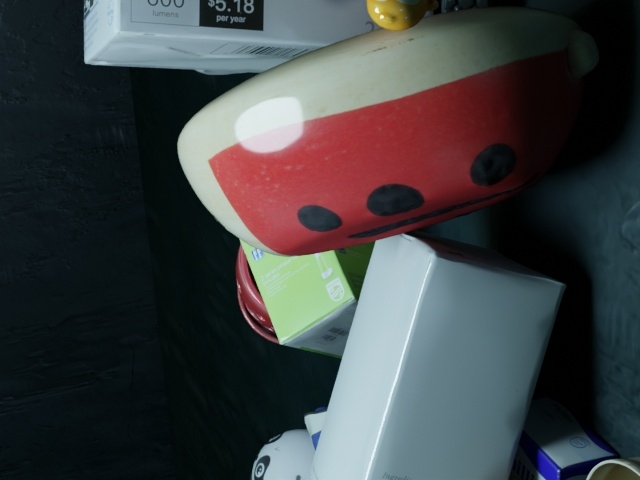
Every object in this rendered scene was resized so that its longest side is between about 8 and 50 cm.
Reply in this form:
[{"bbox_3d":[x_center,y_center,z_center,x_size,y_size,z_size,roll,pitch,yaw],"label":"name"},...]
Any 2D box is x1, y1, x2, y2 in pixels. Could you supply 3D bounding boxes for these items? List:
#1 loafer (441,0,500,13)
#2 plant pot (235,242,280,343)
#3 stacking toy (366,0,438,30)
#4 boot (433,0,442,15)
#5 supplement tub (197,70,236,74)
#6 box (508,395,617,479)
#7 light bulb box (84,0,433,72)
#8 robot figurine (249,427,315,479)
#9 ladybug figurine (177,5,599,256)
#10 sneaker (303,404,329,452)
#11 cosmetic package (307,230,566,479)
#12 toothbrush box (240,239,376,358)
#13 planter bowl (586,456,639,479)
[{"bbox_3d":[0.160,-0.198,1.375,0.078,0.076,0.223,-68,-18,-45],"label":"loafer"},{"bbox_3d":[-0.030,0.053,1.872,0.174,0.191,0.191,111,145,-71],"label":"plant pot"},{"bbox_3d":[0.093,-0.278,1.160,0.301,0.175,0.165,-67,-13,-47],"label":"stacking toy"},{"bbox_3d":[0.134,-0.217,1.471,0.121,0.045,0.099,-125,25,-55],"label":"boot"},{"bbox_3d":[-0.125,-0.394,1.896,0.191,0.191,0.272,163,97,-71],"label":"supplement tub"},{"bbox_3d":[0.243,0.255,1.346,0.126,0.072,0.137,-134,39,-58],"label":"box"},{"bbox_3d":[-0.073,-0.378,1.427,0.225,0.358,0.360,178,92,-70],"label":"light bulb box"},{"bbox_3d":[-0.038,0.430,2.091,0.209,0.174,0.278,55,150,37],"label":"robot figurine"},{"bbox_3d":[0.063,-0.094,1.247,0.449,0.305,0.161,-18,80,36],"label":"ladybug figurine"},{"bbox_3d":[0.050,0.340,1.903,0.182,0.128,0.315,-120,34,-53],"label":"sneaker"},{"bbox_3d":[0.104,0.190,1.359,0.217,0.156,0.384,-136,63,-74],"label":"cosmetic package"},{"bbox_3d":[0.000,0.000,1.661,0.122,0.206,0.283,-33,64,22],"label":"toothbrush box"},{"bbox_3d":[0.310,0.255,1.092,0.162,0.109,0.162,171,90,-71],"label":"planter bowl"}]
